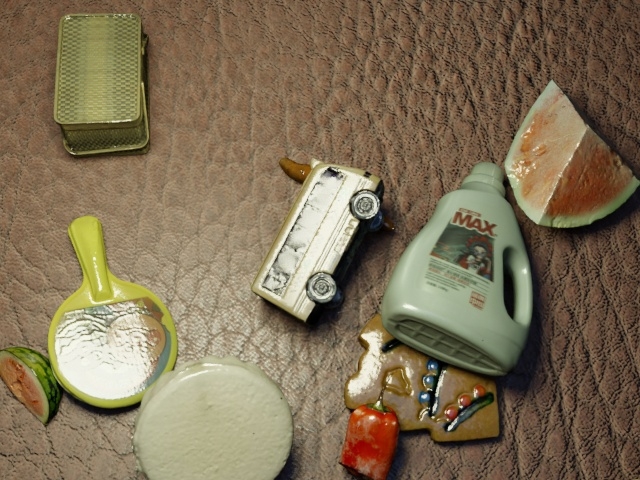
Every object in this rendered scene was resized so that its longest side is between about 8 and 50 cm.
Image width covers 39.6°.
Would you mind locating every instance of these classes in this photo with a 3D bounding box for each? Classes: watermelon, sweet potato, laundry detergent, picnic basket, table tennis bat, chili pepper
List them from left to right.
[{"bbox_3d":[-0.497,0.233,1.554,0.163,0.087,0.069,47,37,11],"label":"watermelon"},{"bbox_3d":[-0.413,-0.300,1.708,0.165,0.139,0.267,-2,69,-4],"label":"picnic basket"},{"bbox_3d":[-0.385,0.121,1.593,0.224,0.054,0.369,-11,69,-18],"label":"table tennis bat"},{"bbox_3d":[0.035,-0.093,1.699,0.264,0.057,0.057,36,71,14],"label":"sweet potato"},{"bbox_3d":[0.093,0.316,1.505,0.086,0.084,0.192,16,91,-24],"label":"chili pepper"},{"bbox_3d":[0.278,0.029,1.613,0.263,0.125,0.398,24,56,-2],"label":"laundry detergent"},{"bbox_3d":[0.466,-0.143,1.685,0.256,0.176,0.260,37,94,19],"label":"watermelon"}]

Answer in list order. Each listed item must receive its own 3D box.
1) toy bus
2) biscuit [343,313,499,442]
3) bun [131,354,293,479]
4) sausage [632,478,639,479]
[{"bbox_3d":[0.000,0.000,1.590,0.157,0.139,0.290,27,86,11],"label":"toy bus"},{"bbox_3d":[0.202,0.242,1.584,0.301,0.043,0.278,36,71,10],"label":"biscuit"},{"bbox_3d":[-0.185,0.299,1.490,0.263,0.175,0.263,-3,106,-12],"label":"bun"},{"bbox_3d":[0.613,0.534,1.483,0.065,0.066,0.301,-33,74,-14],"label":"sausage"}]
